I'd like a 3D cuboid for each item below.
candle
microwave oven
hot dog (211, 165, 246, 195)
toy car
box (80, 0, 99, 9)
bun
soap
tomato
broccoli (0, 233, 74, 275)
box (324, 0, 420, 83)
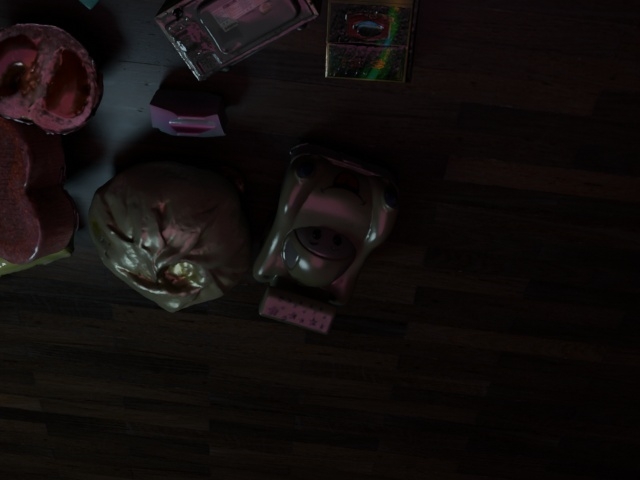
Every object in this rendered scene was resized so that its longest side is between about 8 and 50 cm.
[{"bbox_3d":[-0.652,-0.117,1.522,0.287,0.131,0.316,8,107,27],"label":"candle"},{"bbox_3d":[-0.129,-0.398,1.249,0.241,0.194,0.145,-23,126,20],"label":"microwave oven"},{"bbox_3d":[-0.197,-0.128,1.584,0.083,0.035,0.058,29,127,-17],"label":"hot dog"},{"bbox_3d":[0.000,0.000,1.548,0.242,0.226,0.336,18,131,-9],"label":"toy car"},{"bbox_3d":[-0.387,-0.527,1.261,0.162,0.041,0.229,39,124,-25],"label":"box"},{"bbox_3d":[-0.324,0.011,1.581,0.365,0.219,0.365,8,136,7],"label":"bun"},{"bbox_3d":[-0.253,-0.247,1.446,0.149,0.100,0.056,4,130,3],"label":"soap"},{"bbox_3d":[-0.517,-0.314,1.410,0.228,0.112,0.199,22,107,-11],"label":"tomato"},{"bbox_3d":[-0.747,0.027,1.680,0.361,0.221,0.252,-33,127,17],"label":"broccoli"},{"bbox_3d":[0.090,-0.398,1.304,0.159,0.071,0.240,2,131,1],"label":"box"}]
